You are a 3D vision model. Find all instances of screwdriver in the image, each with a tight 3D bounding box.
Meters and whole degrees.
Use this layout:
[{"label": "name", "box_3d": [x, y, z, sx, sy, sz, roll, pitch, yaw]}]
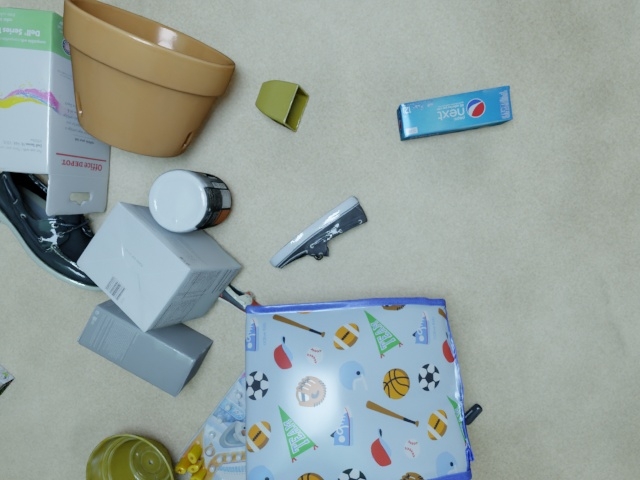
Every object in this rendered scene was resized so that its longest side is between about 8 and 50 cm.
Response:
[{"label": "screwdriver", "box_3d": [0.296, 0.424, 0.940, 0.170, 0.024, 0.025, -48, 61, 14]}]

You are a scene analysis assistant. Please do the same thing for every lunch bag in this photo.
[{"label": "lunch bag", "box_3d": [0.068, 0.281, 0.793, 0.384, 0.239, 0.328, -6, 73, 3]}]

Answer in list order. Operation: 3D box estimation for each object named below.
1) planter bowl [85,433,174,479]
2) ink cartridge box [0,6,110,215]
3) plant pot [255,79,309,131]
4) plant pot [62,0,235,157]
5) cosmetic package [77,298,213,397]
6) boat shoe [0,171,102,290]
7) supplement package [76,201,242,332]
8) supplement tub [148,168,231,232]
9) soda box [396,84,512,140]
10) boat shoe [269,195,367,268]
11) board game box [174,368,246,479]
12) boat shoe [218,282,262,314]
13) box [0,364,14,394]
[{"label": "planter bowl", "box_3d": [-0.407, 0.525, 0.960, 0.216, 0.090, 0.218, 1, 93, 12]}, {"label": "ink cartridge box", "box_3d": [-0.522, -0.233, 0.838, 0.119, 0.207, 0.354, 6, 96, 2]}, {"label": "plant pot", "box_3d": [-0.084, -0.283, 0.867, 0.083, 0.081, 0.082, 24, 97, 12]}, {"label": "plant pot", "box_3d": [-0.329, -0.292, 0.800, 0.290, 0.291, 0.204, 26, 114, 1]}, {"label": "cosmetic package", "box_3d": [-0.369, 0.219, 0.914, 0.237, 0.127, 0.107, 32, 97, 2]}, {"label": "boat shoe", "box_3d": [-0.561, -0.036, 0.903, 0.340, 0.127, 0.113, 43, 109, 9]}, {"label": "supplement package", "box_3d": [-0.306, 0.049, 0.835, 0.194, 0.203, 0.149, 40, 98, 13]}, {"label": "supplement tub", "box_3d": [-0.247, -0.079, 0.842, 0.116, 0.190, 0.117, 0, 95, 3]}, {"label": "soda box", "box_3d": [0.263, -0.251, 0.845, 0.209, 0.071, 0.068, -8, 96, 5]}, {"label": "boat shoe", "box_3d": [0.000, 0.000, 0.893, 0.228, 0.080, 0.076, -37, 91, -1]}, {"label": "board game box", "box_3d": [-0.074, 0.486, 0.956, 0.389, 0.050, 0.390, 37, 97, 0]}, {"label": "boat shoe", "box_3d": [-0.171, 0.129, 0.931, 0.136, 0.049, 0.043, 26, 95, 6]}, {"label": "box", "box_3d": [-0.843, 0.368, 1.009, 0.114, 0.036, 0.207, 43, 97, -1]}]
